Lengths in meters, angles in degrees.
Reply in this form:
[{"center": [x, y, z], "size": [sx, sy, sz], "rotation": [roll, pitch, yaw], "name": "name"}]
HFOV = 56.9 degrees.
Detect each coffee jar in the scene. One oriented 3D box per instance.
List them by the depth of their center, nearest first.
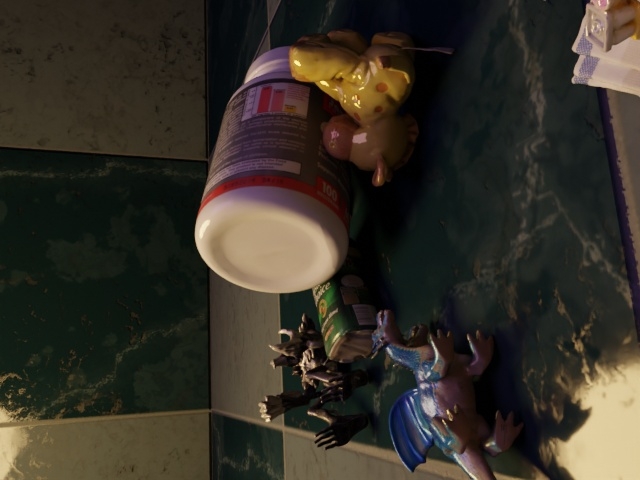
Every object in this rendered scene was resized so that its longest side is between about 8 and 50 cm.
[{"center": [0.033, 0.083, 0.897], "size": [0.096, 0.079, 0.184], "rotation": [112, 152, -44], "name": "coffee jar"}]

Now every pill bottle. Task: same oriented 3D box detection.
[{"center": [-0.056, -0.121, 0.898], "size": [0.210, 0.210, 0.363], "rotation": [115, 164, -49], "name": "pill bottle"}]

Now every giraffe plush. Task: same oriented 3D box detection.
[{"center": [0.063, -0.169, 0.764], "size": [0.210, 0.181, 0.171], "rotation": [21, 125, 33], "name": "giraffe plush"}]

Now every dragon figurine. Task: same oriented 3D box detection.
[{"center": [0.127, 0.187, 0.613], "size": [0.144, 0.085, 0.289], "rotation": [117, 149, -51], "name": "dragon figurine"}]

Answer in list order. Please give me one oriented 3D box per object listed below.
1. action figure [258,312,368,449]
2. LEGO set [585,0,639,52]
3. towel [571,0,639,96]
[{"center": [-0.028, 0.220, 0.975], "size": [0.275, 0.140, 0.164], "rotation": [-158, 69, -66], "name": "action figure"}, {"center": [0.218, -0.126, 0.311], "size": [0.132, 0.107, 0.287], "rotation": [64, -174, -57], "name": "LEGO set"}, {"center": [0.268, -0.162, 0.318], "size": [0.285, 0.034, 0.209], "rotation": [-127, 45, -58], "name": "towel"}]
